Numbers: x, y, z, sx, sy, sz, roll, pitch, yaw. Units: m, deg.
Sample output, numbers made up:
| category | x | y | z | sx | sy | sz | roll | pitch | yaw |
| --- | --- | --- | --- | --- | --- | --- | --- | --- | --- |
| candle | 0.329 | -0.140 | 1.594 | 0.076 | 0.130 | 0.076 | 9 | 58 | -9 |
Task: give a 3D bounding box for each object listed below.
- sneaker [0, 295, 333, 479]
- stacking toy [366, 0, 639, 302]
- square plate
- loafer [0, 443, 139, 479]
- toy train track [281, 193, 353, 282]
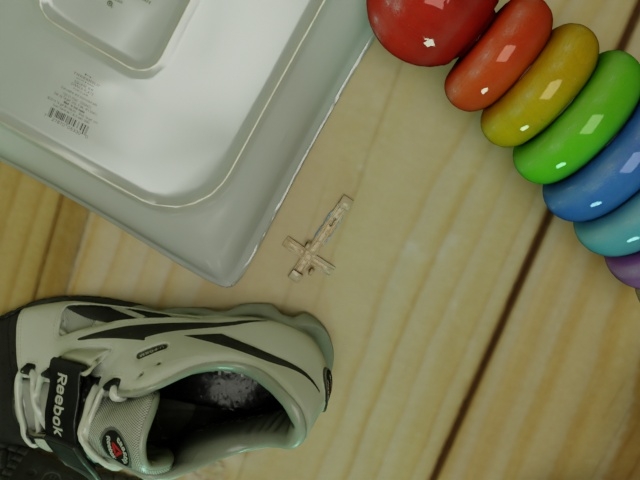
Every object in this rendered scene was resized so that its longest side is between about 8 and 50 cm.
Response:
| category | x | y | z | sx | sy | sz | roll | pitch | yaw |
| --- | --- | --- | --- | --- | --- | --- | --- | --- | --- |
| sneaker | -0.156 | 0.115 | 0.504 | 0.330 | 0.146 | 0.123 | -6 | 104 | 3 |
| stacking toy | 0.169 | -0.088 | 0.468 | 0.330 | 0.141 | 0.141 | 37 | 100 | -3 |
| square plate | -0.137 | -0.182 | 0.487 | 0.347 | 0.049 | 0.344 | 29 | 100 | -6 |
| loafer | -0.217 | 0.250 | 0.568 | 0.251 | 0.094 | 0.087 | 25 | 113 | 0 |
| toy train track | 0.000 | 0.000 | 0.543 | 0.048 | 0.014 | 0.083 | 33 | 100 | -7 |
